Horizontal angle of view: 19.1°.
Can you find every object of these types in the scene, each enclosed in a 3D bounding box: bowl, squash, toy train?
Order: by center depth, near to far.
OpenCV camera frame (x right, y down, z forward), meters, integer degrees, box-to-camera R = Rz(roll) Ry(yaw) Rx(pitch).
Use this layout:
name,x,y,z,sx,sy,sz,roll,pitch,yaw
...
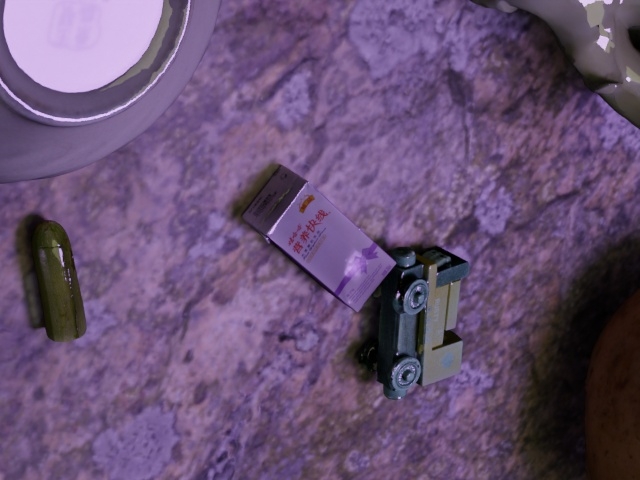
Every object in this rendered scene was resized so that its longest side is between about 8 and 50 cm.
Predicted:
name,x,y,z,sx,sy,sz,roll,pitch,yaw
bowl,-0.163,-0.150,1.074,0.277,0.145,0.277,-16,119,-32
squash,-0.170,0.025,1.230,0.027,0.027,0.083,-23,125,-26
toy train,0.072,0.059,1.416,0.081,0.050,0.122,-14,120,-36

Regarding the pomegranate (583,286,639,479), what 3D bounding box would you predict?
name,x,y,z,sx,sy,sz,roll,pitch,yaw
pomegranate,0.341,0.150,1.527,0.281,0.281,0.281,-17,121,-30

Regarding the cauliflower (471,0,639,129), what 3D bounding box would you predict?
name,x,y,z,sx,sy,sz,roll,pitch,yaw
cauliflower,0.269,-0.169,1.309,0.281,0.260,0.327,-7,95,-39

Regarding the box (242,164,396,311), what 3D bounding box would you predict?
name,x,y,z,sx,sy,sz,roll,pitch,yaw
box,0.000,0.000,1.339,0.050,0.036,0.117,-54,132,-3
